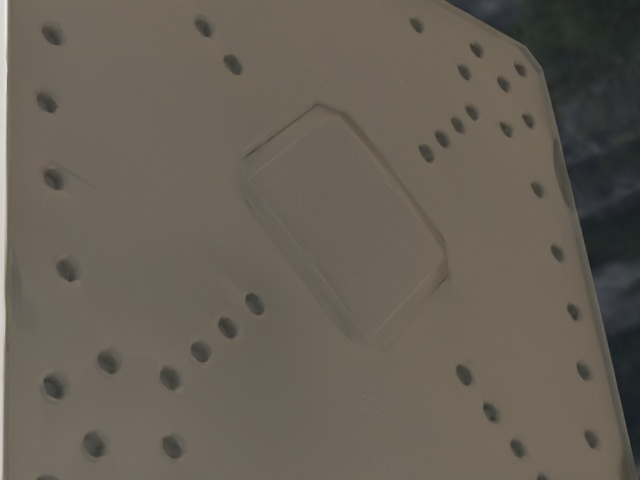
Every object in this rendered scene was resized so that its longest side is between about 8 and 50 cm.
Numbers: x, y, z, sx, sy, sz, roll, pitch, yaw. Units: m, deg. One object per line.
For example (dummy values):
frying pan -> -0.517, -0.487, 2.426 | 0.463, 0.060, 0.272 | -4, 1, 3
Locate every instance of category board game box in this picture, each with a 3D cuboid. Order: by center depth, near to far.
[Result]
board game box -> 0.000, 0.000, 0.750 | 0.390, 0.050, 0.390 | 21, -131, -37
